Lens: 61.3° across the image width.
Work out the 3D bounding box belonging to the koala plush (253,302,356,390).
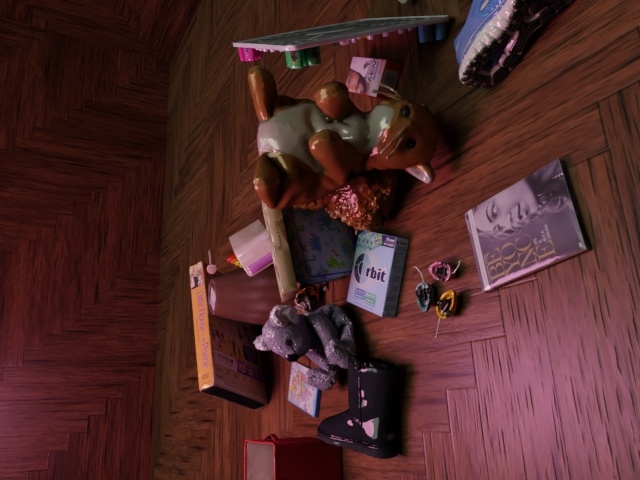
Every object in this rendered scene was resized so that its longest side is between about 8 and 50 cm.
[{"bbox_3d":[-0.047,0.240,1.353,0.196,0.221,0.203,119,157,-46],"label":"koala plush"}]

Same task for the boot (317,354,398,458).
[{"bbox_3d":[0.085,0.368,1.244,0.246,0.094,0.207,-8,80,53],"label":"boot"}]

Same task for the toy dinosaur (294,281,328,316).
[{"bbox_3d":[-0.056,0.063,1.529,0.322,0.164,0.218,61,155,17],"label":"toy dinosaur"}]

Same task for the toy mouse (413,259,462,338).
[{"bbox_3d":[0.239,0.093,1.105,0.143,0.031,0.161,50,126,52],"label":"toy mouse"}]

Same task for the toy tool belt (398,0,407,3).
[{"bbox_3d":[0.217,-0.610,1.291,0.083,0.052,0.051,-30,14,49],"label":"toy tool belt"}]

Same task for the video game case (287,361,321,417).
[{"bbox_3d":[-0.046,0.422,1.545,0.166,0.015,0.119,3,86,60],"label":"video game case"}]

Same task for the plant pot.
[{"bbox_3d":[-0.221,0.168,1.661,0.215,0.230,0.216,178,90,-67],"label":"plant pot"}]

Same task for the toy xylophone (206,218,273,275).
[{"bbox_3d":[-0.230,0.027,1.660,0.081,0.236,0.323,59,-177,-17],"label":"toy xylophone"}]

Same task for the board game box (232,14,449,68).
[{"bbox_3d":[0.033,-0.472,1.272,0.390,0.389,0.050,38,142,57],"label":"board game box"}]

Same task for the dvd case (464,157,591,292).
[{"bbox_3d":[0.351,-0.020,0.949,0.221,0.018,0.165,-38,52,51],"label":"dvd case"}]

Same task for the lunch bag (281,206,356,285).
[{"bbox_3d":[0.000,0.000,1.382,0.090,0.176,0.219,-37,65,56],"label":"lunch bag"}]

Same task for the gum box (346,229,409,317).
[{"bbox_3d":[0.133,0.074,1.287,0.157,0.041,0.185,17,97,61],"label":"gum box"}]

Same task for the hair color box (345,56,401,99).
[{"bbox_3d":[0.132,-0.419,1.394,0.167,0.053,0.093,37,117,58],"label":"hair color box"}]

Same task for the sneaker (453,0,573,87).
[{"bbox_3d":[0.340,-0.438,0.956,0.330,0.129,0.147,-50,45,44],"label":"sneaker"}]

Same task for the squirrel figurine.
[{"bbox_3d":[0.067,-0.190,1.189,0.397,0.370,0.281,66,-162,-64],"label":"squirrel figurine"}]

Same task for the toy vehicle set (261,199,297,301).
[{"bbox_3d":[-0.103,0.009,1.322,0.166,0.035,0.267,108,150,-74],"label":"toy vehicle set"}]

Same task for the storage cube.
[{"bbox_3d":[-0.070,0.600,1.366,0.183,0.193,0.215,-28,59,55],"label":"storage cube"}]

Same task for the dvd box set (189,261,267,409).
[{"bbox_3d":[-0.299,0.310,1.751,0.062,0.307,0.421,-24,57,15],"label":"dvd box set"}]
